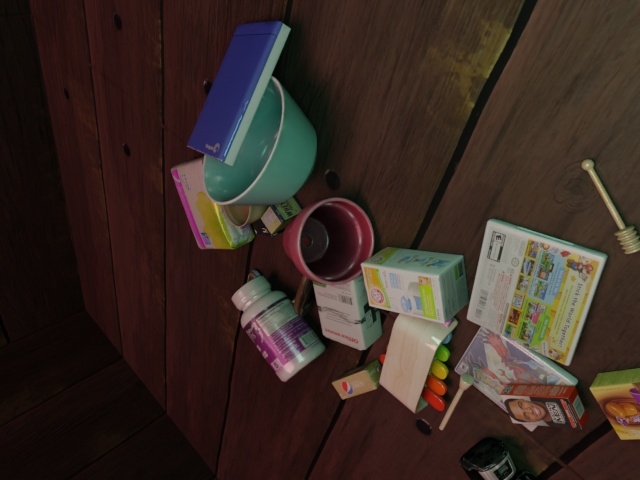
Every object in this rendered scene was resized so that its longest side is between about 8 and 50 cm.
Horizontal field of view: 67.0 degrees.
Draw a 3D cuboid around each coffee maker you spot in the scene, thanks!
[{"bbox_3d":[0.404,0.560,1.106,0.178,0.120,0.171,58,142,5],"label":"coffee maker"}]

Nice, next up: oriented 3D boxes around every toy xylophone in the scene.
[{"bbox_3d":[0.246,0.304,1.148,0.236,0.081,0.322,42,138,28],"label":"toy xylophone"}]

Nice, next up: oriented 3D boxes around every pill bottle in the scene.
[{"bbox_3d":[-0.136,0.262,1.475,0.301,0.169,0.169,51,140,12],"label":"pill bottle"}]

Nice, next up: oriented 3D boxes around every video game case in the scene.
[{"bbox_3d":[0.390,0.093,0.901,0.206,0.026,0.227,24,122,37],"label":"video game case"},{"bbox_3d":[0.401,0.283,1.019,0.201,0.023,0.183,38,136,26],"label":"video game case"}]

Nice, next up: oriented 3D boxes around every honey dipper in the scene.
[{"bbox_3d":[0.455,-0.056,0.756,0.030,0.030,0.160,-29,85,51],"label":"honey dipper"}]

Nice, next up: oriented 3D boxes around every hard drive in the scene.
[{"bbox_3d":[-0.196,-0.342,1.111,0.210,0.040,0.318,28,95,50],"label":"hard drive"}]

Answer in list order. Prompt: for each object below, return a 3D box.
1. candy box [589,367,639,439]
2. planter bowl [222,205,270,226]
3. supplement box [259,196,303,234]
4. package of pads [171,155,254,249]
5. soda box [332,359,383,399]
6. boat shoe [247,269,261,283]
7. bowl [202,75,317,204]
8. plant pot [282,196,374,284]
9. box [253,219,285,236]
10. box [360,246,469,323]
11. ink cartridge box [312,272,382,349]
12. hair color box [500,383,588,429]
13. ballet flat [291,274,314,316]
[{"bbox_3d":[0.571,0.268,0.803,0.187,0.053,0.109,-33,87,52],"label":"candy box"},{"bbox_3d":[-0.192,-0.126,1.340,0.162,0.109,0.162,19,115,47],"label":"planter bowl"},{"bbox_3d":[-0.104,-0.069,1.309,0.056,0.083,0.083,55,141,7],"label":"supplement box"},{"bbox_3d":[-0.342,-0.117,1.525,0.229,0.101,0.296,-1,112,48],"label":"package of pads"},{"bbox_3d":[0.111,0.398,1.377,0.061,0.058,0.181,57,142,6],"label":"soda box"},{"bbox_3d":[-0.224,0.185,1.604,0.066,0.066,0.183,24,129,36],"label":"boat shoe"},{"bbox_3d":[-0.125,-0.205,1.131,0.311,0.163,0.311,-23,57,41],"label":"bowl"},{"bbox_3d":[0.000,0.000,1.168,0.180,0.201,0.201,4,116,64],"label":"plant pot"},{"bbox_3d":[-0.151,-0.051,1.397,0.083,0.052,0.062,10,119,45],"label":"box"},{"bbox_3d":[0.203,0.091,1.055,0.203,0.103,0.114,8,117,45],"label":"box"},{"bbox_3d":[0.069,0.161,1.256,0.153,0.087,0.208,12,120,42],"label":"ink cartridge box"},{"bbox_3d":[0.438,0.325,0.953,0.141,0.043,0.072,-20,99,51],"label":"hair color box"},{"bbox_3d":[-0.041,0.127,1.367,0.058,0.084,0.250,40,142,22],"label":"ballet flat"}]
